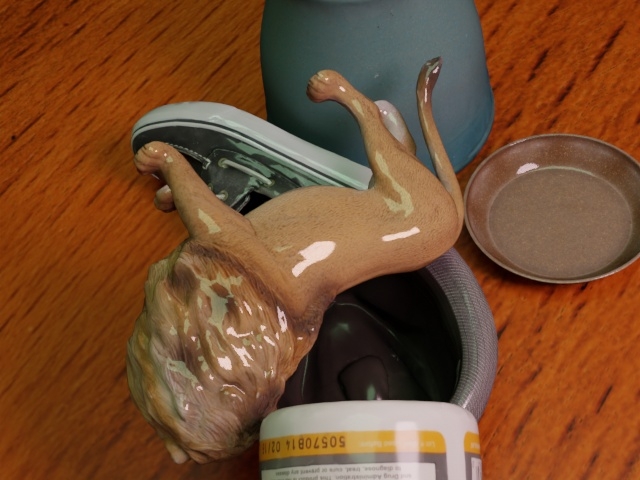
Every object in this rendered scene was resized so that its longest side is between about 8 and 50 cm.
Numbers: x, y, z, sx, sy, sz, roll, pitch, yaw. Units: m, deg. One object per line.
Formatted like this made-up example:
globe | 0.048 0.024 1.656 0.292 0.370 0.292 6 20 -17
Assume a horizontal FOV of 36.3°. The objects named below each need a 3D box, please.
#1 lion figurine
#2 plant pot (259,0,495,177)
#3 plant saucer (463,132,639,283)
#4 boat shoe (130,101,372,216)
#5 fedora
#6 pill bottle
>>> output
lion figurine | 0.000 0.000 0.812 0.392 0.142 0.240 -29 67 -14
plant pot | 0.052 -0.228 1.066 0.272 0.255 0.271 -5 52 7
plant saucer | 0.249 -0.028 1.017 0.199 0.036 0.198 -4 53 6
boat shoe | -0.073 -0.052 1.037 0.335 0.121 0.119 18 54 20
fedora | 0.033 0.105 0.896 0.244 0.124 0.275 -27 59 -8
pill bottle | 0.037 0.256 0.674 0.162 0.162 0.278 -3 74 8
